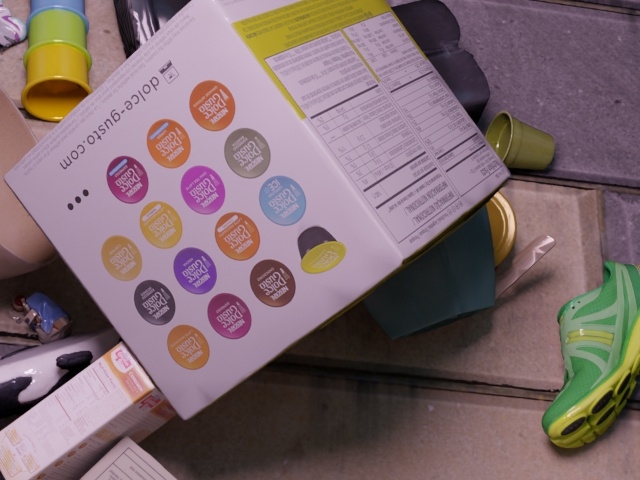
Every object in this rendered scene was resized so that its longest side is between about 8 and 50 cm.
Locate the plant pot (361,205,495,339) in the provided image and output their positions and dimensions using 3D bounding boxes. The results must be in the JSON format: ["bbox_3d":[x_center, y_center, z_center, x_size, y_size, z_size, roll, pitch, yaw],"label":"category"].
[{"bbox_3d":[0.117,-0.006,1.794,0.165,0.166,0.234,-6,74,-58],"label":"plant pot"}]

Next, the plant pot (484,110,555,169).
[{"bbox_3d":[0.279,-0.130,1.989,0.079,0.083,0.083,13,57,-19],"label":"plant pot"}]

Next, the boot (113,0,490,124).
[{"bbox_3d":[-0.032,-0.274,1.949,0.445,0.146,0.367,-14,76,-14],"label":"boot"}]

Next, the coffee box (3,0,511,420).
[{"bbox_3d":[-0.057,-0.068,1.578,0.334,0.338,0.338,54,30,1],"label":"coffee box"}]

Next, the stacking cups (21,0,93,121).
[{"bbox_3d":[-0.363,-0.312,1.946,0.096,0.096,0.316,-1,57,-13],"label":"stacking cups"}]

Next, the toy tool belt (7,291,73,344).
[{"bbox_3d":[-0.337,0.085,1.731,0.083,0.051,0.052,37,59,10],"label":"toy tool belt"}]

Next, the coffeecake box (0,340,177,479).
[{"bbox_3d":[-0.255,0.203,1.587,0.185,0.142,0.068,-36,72,-2],"label":"coffeecake box"}]

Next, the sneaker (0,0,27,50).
[{"bbox_3d":[-0.451,-0.295,1.941,0.098,0.038,0.069,42,59,13],"label":"sneaker"}]

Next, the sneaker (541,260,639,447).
[{"bbox_3d":[0.348,0.144,1.834,0.123,0.109,0.295,22,55,23],"label":"sneaker"}]

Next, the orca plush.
[{"bbox_3d":[-0.329,0.184,1.629,0.287,0.151,0.102,-23,101,-60],"label":"orca plush"}]

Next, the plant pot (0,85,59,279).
[{"bbox_3d":[-0.460,-0.060,1.692,0.191,0.284,0.284,-26,63,13],"label":"plant pot"}]

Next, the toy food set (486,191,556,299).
[{"bbox_3d":[0.195,-0.014,1.905,0.218,0.071,0.128,40,91,18],"label":"toy food set"}]

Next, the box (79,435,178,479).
[{"bbox_3d":[-0.267,0.375,1.531,0.148,0.121,0.311,41,60,12],"label":"box"}]

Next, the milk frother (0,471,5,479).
[{"bbox_3d":[-0.415,0.245,1.564,0.135,0.143,0.129,-8,54,-14],"label":"milk frother"}]
